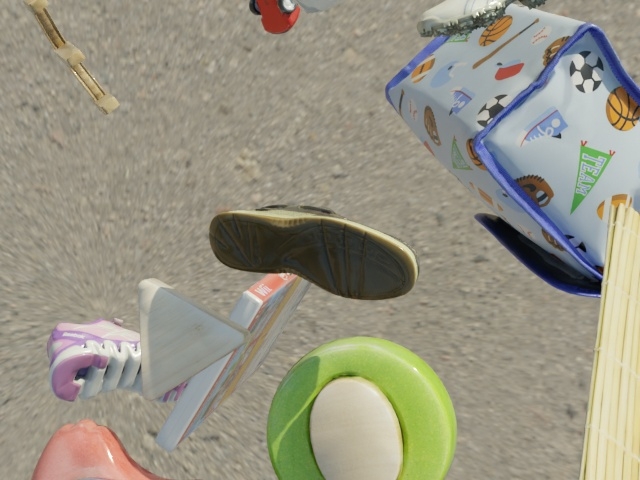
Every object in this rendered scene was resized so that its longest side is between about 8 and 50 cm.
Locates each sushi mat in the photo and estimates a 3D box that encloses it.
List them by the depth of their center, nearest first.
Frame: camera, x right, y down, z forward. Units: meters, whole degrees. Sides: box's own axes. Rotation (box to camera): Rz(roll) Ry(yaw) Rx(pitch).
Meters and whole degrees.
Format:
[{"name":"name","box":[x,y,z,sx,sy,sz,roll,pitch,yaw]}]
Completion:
[{"name":"sushi mat","box":[0.226,0.109,0.779,0.151,0.019,0.316,38,39,-13]}]

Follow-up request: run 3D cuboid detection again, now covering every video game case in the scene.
[{"name":"video game case","box":[-0.077,0.107,1.410,0.025,0.285,0.204,34,109,7]}]

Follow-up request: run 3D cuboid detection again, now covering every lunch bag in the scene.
[{"name":"lunch bag","box":[0.301,-0.090,1.576,0.239,0.328,0.385,-45,116,3]}]

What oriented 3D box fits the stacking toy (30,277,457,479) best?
[{"name":"stacking toy","box":[-0.059,0.186,0.820,0.309,0.130,0.279,18,95,8]}]

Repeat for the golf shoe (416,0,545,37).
[{"name":"golf shoe","box":[0.177,-0.274,1.331,0.176,0.069,0.086,-22,88,2]}]

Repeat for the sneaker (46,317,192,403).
[{"name":"sneaker","box":[-0.251,0.146,1.616,0.236,0.104,0.095,7,117,-37]}]

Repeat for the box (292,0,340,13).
[{"name":"box","box":[-0.044,-0.257,0.261,0.168,0.215,0.345,-32,76,10]}]

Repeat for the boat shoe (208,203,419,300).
[{"name":"boat shoe","box":[0.000,0.000,0.826,0.152,0.049,0.056,13,118,26]}]

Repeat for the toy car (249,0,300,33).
[{"name":"toy car","box":[-0.065,-0.353,1.257,0.053,0.225,0.239,-33,80,-30]}]

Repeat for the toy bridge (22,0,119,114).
[{"name":"toy bridge","box":[-0.331,-0.245,1.652,0.026,0.063,0.188,-39,123,-10]}]
